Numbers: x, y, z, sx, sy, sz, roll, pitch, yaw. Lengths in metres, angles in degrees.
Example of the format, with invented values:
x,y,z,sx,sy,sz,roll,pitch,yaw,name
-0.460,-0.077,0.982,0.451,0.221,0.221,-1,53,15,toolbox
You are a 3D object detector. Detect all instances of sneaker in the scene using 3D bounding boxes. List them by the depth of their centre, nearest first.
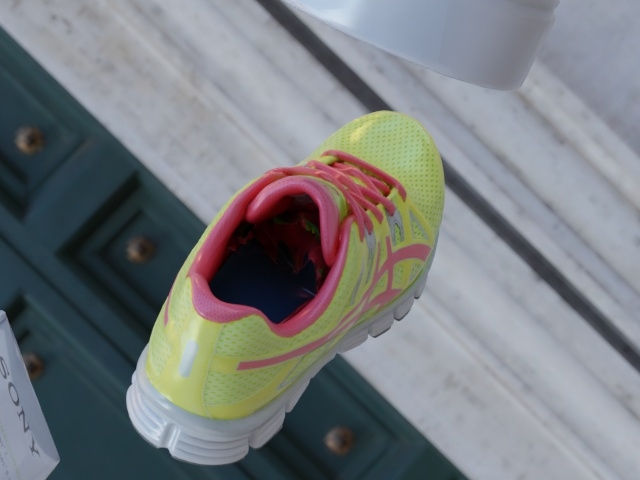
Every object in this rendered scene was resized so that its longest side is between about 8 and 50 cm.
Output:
x,y,z,sx,sy,sz,roll,pitch,yaw,name
0.000,0.000,0.673,0.208,0.081,0.094,-53,-15,-42,sneaker

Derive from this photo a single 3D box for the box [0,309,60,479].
x,y,z,sx,sy,sz,roll,pitch,yaw,name
-0.214,0.107,0.351,0.232,0.058,0.322,-15,10,11,box

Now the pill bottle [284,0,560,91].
x,y,z,sx,sy,sz,roll,pitch,yaw,name
0.076,-0.199,0.579,0.152,0.152,0.272,-49,-16,-75,pill bottle
